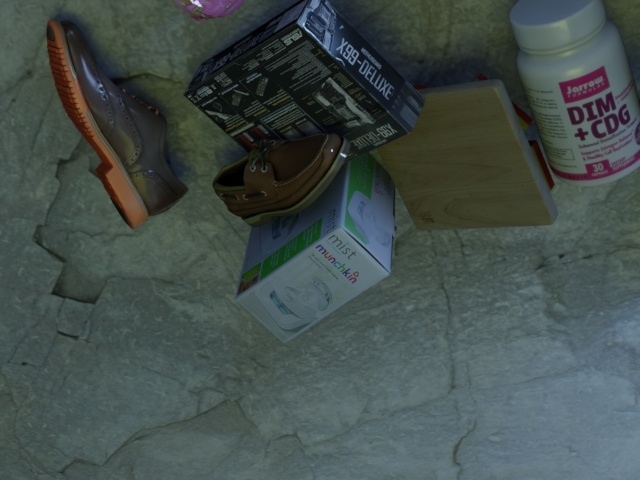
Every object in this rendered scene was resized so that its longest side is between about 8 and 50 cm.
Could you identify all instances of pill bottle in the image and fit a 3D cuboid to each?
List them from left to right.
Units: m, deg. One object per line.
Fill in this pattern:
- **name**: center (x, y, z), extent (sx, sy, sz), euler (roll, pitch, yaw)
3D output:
- **pill bottle**: center (0.388, -0.236, 1.774), extent (0.160, 0.160, 0.283), euler (-16, 122, 17)

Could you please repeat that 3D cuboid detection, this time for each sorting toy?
- **sorting toy**: center (0.227, -0.145, 1.849), extent (0.257, 0.089, 0.255), euler (-2, 128, 40)

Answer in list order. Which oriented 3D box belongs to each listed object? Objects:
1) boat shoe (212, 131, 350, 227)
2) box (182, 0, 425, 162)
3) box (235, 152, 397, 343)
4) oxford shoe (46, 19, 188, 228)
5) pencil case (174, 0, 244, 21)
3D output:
- **boat shoe**: center (-0.073, -0.102, 1.828), extent (0.104, 0.111, 0.307), euler (36, 146, -18)
- **box**: center (-0.030, -0.220, 1.809), extent (0.242, 0.076, 0.307), euler (41, 144, -22)
- **box**: center (0.000, 0.000, 1.922), extent (0.231, 0.262, 0.127), euler (-35, 115, 27)
- **oxford shoe**: center (-0.333, -0.205, 1.919), extent (0.132, 0.130, 0.364), euler (-29, 116, -14)
- **pencil case**: center (-0.067, -0.470, 1.657), extent (0.386, 0.167, 0.160), euler (-31, 150, 25)
